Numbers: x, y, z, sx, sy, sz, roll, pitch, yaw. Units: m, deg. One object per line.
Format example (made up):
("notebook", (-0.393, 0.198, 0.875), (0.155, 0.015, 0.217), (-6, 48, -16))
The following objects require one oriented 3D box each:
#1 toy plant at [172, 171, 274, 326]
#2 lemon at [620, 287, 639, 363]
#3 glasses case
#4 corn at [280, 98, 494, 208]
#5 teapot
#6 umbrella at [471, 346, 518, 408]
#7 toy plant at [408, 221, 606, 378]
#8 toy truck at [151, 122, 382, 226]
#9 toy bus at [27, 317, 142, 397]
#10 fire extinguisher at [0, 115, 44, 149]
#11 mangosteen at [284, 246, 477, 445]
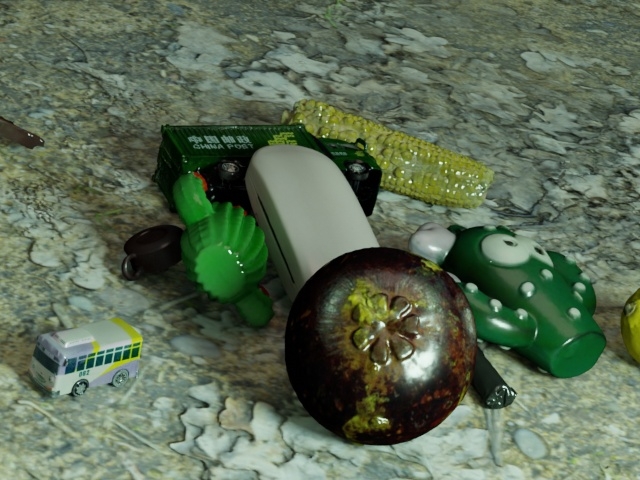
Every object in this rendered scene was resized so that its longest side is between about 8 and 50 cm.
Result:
("toy plant", (-0.109, -0.004, 1.891), (0.154, 0.088, 0.240), (50, 11, -35))
("lemon", (0.391, 0.098, 1.939), (0.133, 0.109, 0.109), (20, 20, -27))
("glasses case", (0.000, 0.000, 1.942), (0.113, 0.075, 0.297), (3, 41, -26))
("corn", (0.081, -0.108, 2.252), (0.288, 0.086, 0.086), (19, 25, 8))
("teapot", (-0.181, 0.016, 1.914), (0.068, 0.045, 0.100), (4, 32, 42))
("umbrella", (0.168, 0.137, 1.843), (0.036, 0.031, 0.133), (29, 14, -32))
("toy plant", (0.210, 0.054, 1.937), (0.233, 0.112, 0.243), (17, 27, -20))
("toy truck", (-0.061, -0.079, 2.119), (0.259, 0.088, 0.121), (-2, 33, -27))
("toy bus", (-0.225, 0.111, 1.672), (0.102, 0.058, 0.052), (-11, 33, -42))
("fire extinguisher", (-0.435, -0.183, 2.170), (0.106, 0.075, 0.252), (-10, 33, -40))
("mangosteen", (0.060, 0.109, 1.707), (0.192, 0.192, 0.217), (16, -13, 7))
